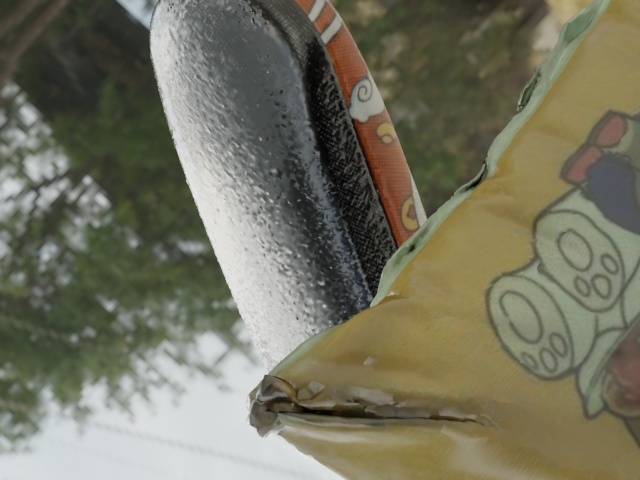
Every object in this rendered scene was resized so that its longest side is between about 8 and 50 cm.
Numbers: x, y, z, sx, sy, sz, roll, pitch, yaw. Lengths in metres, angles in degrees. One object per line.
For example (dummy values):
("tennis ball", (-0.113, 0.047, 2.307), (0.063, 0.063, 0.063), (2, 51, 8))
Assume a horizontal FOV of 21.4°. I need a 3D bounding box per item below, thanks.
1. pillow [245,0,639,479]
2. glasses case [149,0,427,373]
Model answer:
("pillow", (0.167, 0.052, 0.630), (0.312, 0.310, 0.119), (46, 153, -13))
("glasses case", (0.000, 0.000, 0.763), (0.103, 0.067, 0.267), (10, 129, 47))
